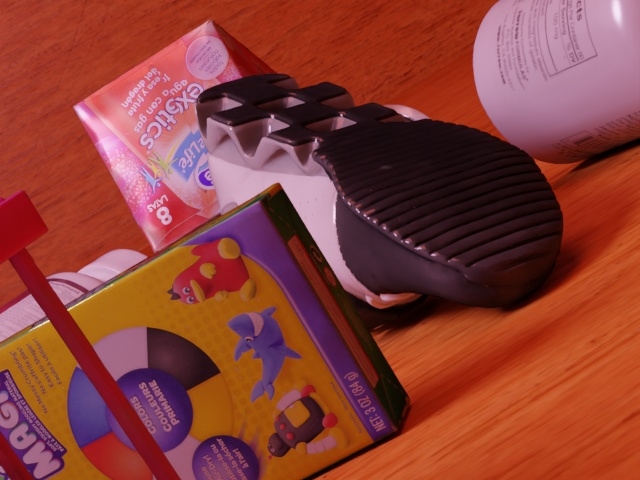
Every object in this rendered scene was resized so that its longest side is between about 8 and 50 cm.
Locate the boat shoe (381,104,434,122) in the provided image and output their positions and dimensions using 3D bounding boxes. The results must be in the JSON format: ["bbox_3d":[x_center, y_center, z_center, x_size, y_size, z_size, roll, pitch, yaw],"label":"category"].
[{"bbox_3d":[0.000,0.000,1.227,0.095,0.112,0.335,-54,11,-26],"label":"boat shoe"}]

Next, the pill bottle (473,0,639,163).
[{"bbox_3d":[0.218,-0.139,1.112,0.131,0.131,0.229,-35,8,-34],"label":"pill bottle"}]

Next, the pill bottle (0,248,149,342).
[{"bbox_3d":[-0.207,0.098,1.283,0.121,0.121,0.221,-25,9,44],"label":"pill bottle"}]

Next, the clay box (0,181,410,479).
[{"bbox_3d":[-0.084,0.081,0.817,0.222,0.127,0.053,-30,6,15],"label":"clay box"}]

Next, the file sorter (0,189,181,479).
[{"bbox_3d":[-0.209,0.149,0.622,0.291,0.182,0.202,-28,8,34],"label":"file sorter"}]

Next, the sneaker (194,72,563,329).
[{"bbox_3d":[0.036,0.002,1.023,0.122,0.146,0.330,-14,23,-25],"label":"sneaker"}]

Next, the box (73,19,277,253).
[{"bbox_3d":[-0.080,-0.069,1.508,0.142,0.154,0.300,-31,-11,8],"label":"box"}]
